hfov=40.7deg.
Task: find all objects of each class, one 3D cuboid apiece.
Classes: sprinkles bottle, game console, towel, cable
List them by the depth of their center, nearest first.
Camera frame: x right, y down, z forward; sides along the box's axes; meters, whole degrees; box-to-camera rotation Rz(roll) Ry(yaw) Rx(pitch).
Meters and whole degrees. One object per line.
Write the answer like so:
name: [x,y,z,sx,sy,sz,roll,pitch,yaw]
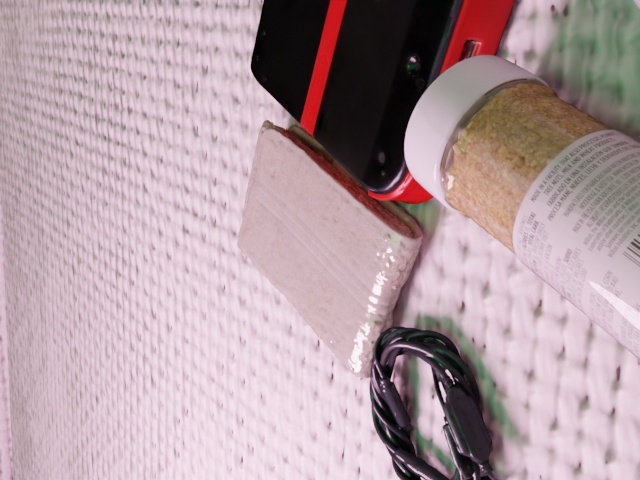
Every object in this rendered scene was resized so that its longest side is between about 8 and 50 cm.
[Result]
sprinkles bottle: [0.204,-0.003,0.580,0.355,0.121,0.121,46,132,42]
game console: [0.055,-0.263,0.827,0.342,0.060,0.387,50,134,44]
cable: [0.102,0.172,0.841,0.184,0.047,0.150,65,147,20]
towel: [0.000,0.000,0.953,0.282,0.049,0.187,46,133,41]

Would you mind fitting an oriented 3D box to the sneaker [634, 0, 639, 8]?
sneaker: [0.198,-0.245,0.571,0.094,0.091,0.258,-42,62,51]
